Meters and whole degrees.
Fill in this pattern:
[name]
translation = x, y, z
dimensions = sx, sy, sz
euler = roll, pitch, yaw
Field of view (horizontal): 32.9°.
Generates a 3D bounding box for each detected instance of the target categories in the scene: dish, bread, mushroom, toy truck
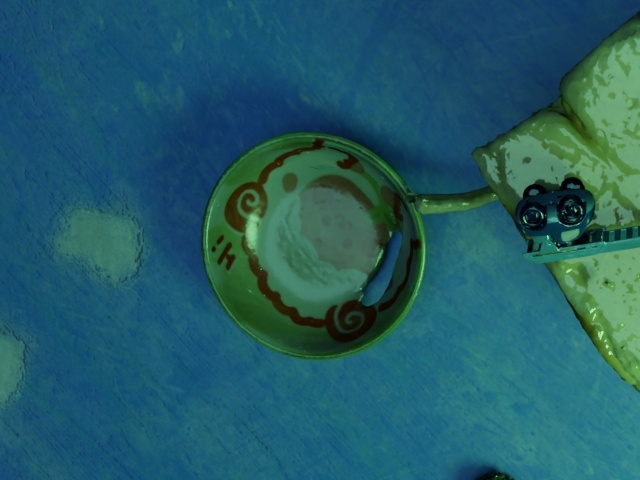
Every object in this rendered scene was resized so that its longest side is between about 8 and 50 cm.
[dish]
translation = 0.000, 0.000, 1.559
dimensions = 0.324, 0.124, 0.324
euler = 3, 101, 13
[bread]
translation = 0.398, -0.046, 1.264
dimensions = 0.279, 0.371, 0.390
euler = -34, 88, 21
[mushroom]
translation = 0.206, -0.064, 1.455
dimensions = 0.187, 0.061, 0.060
euler = -15, 104, -15
[toy truck]
translation = 0.266, -0.023, 1.089
dimensions = 0.136, 0.063, 0.074
euler = -10, 115, 22

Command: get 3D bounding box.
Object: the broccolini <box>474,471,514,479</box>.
[broccolini]
translation = 0.324, 0.510, 1.564
dimensions = 0.074, 0.079, 0.392
euler = -27, 96, 12
